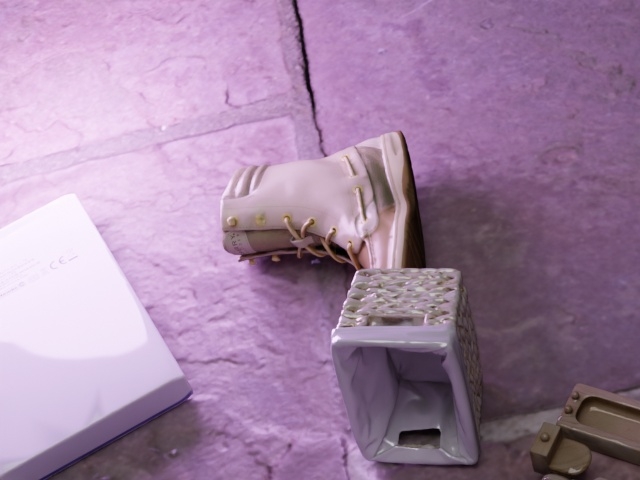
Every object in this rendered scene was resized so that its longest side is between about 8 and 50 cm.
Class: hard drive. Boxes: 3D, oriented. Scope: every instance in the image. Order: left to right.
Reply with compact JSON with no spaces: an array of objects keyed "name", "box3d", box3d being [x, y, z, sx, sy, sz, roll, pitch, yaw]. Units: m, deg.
[{"name":"hard drive","box3d":[-0.290,0.099,1.535,0.210,0.040,0.318,-29,47,-9]}]

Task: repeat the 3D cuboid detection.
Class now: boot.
[{"name":"boot","box3d":[0.000,0.000,1.499,0.203,0.095,0.262,-10,45,8]}]

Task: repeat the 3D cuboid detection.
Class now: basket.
[{"name":"basket","box3d":[0.084,0.112,1.326,0.113,0.167,0.103,0,44,17]}]

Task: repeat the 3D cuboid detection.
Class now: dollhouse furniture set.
[{"name":"dollhouse furniture set","box3d":[0.249,0.175,1.244,0.144,0.123,0.151,16,55,28]}]
